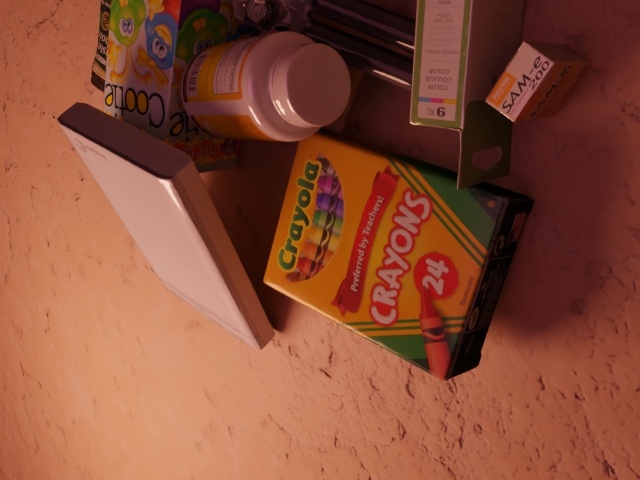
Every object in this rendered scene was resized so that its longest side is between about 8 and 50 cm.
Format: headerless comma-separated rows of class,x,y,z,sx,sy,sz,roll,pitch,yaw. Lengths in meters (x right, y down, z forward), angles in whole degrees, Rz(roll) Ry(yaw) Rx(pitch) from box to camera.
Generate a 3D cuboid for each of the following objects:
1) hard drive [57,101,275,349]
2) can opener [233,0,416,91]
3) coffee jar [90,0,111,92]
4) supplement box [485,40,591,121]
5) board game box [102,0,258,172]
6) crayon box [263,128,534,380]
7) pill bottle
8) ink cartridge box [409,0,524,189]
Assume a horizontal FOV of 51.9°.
hard drive,-0.198,-0.007,0.897,0.233,0.047,0.353,27,151,33
can opener,0.022,-0.251,0.761,0.283,0.095,0.076,28,114,18
coffee jar,-0.295,-0.304,1.003,0.096,0.079,0.184,35,122,29
supplement box,0.202,-0.146,0.605,0.036,0.098,0.062,45,127,23
board game box,-0.187,-0.241,0.884,0.142,0.144,0.275,30,120,31
crayon box,0.055,-0.003,0.762,0.318,0.081,0.202,24,107,34
pill bottle,-0.064,-0.173,0.752,0.215,0.117,0.117,14,111,52
ink cartridge box,0.143,-0.164,0.644,0.062,0.109,0.209,13,110,38
